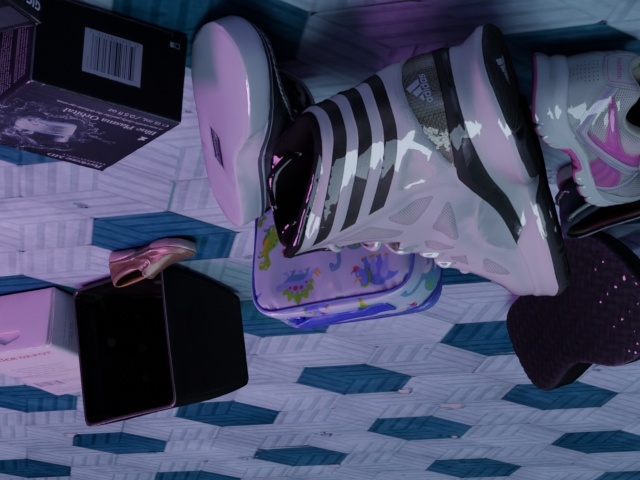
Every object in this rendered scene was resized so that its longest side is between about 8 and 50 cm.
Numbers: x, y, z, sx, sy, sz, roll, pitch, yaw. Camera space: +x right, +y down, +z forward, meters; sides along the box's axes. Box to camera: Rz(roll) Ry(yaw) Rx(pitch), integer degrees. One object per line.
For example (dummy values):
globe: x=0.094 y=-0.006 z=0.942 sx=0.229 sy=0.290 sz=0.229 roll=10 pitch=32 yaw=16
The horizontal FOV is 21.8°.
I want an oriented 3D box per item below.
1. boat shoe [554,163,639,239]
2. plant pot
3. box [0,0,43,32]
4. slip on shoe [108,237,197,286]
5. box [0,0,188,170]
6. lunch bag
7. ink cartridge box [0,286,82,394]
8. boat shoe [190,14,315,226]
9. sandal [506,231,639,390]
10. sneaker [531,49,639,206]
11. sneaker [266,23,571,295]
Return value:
boat shoe: x=0.359 y=-0.059 z=1.754 sx=0.255 sy=0.079 sz=0.095 roll=-13 pitch=155 yaw=35
plant pot: x=-0.204 y=0.144 z=2.232 sx=0.188 sy=0.187 sz=0.167 roll=-17 pitch=165 yaw=41
box: x=-0.371 y=-0.220 z=1.398 sx=0.220 sy=0.051 sz=0.175 roll=-7 pitch=159 yaw=24
slip on shoe: x=-0.212 y=0.028 z=2.092 sx=0.135 sy=0.041 sz=0.051 roll=-11 pitch=157 yaw=30
box: x=-0.230 y=-0.144 z=1.544 sx=0.156 sy=0.093 sz=0.158 roll=14 pitch=158 yaw=-32
lunch bag: x=0.030 y=0.006 z=1.816 sx=0.219 sy=0.176 sz=0.090 roll=-13 pitch=156 yaw=32
ink cartridge box: x=-0.376 y=0.145 z=2.355 sx=0.154 sy=0.093 sz=0.212 roll=-11 pitch=158 yaw=28
boat shoe: x=-0.054 y=-0.122 z=1.594 sx=0.102 sy=0.108 sz=0.301 roll=-27 pitch=152 yaw=-16
sandal: x=0.346 y=0.079 z=2.086 sx=0.107 sy=0.167 sz=0.446 roll=-20 pitch=172 yaw=-14
sneaker: x=0.291 y=-0.106 z=1.597 sx=0.111 sy=0.103 sz=0.252 roll=-7 pitch=159 yaw=26
sneaker: x=0.090 y=-0.047 z=1.615 sx=0.258 sy=0.169 sz=0.447 roll=-15 pitch=154 yaw=10
